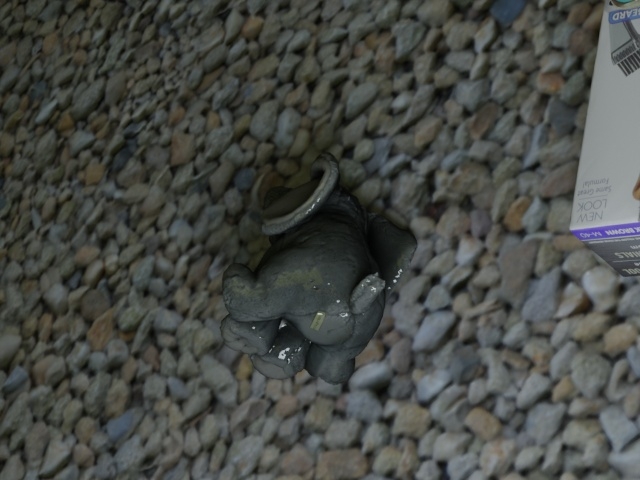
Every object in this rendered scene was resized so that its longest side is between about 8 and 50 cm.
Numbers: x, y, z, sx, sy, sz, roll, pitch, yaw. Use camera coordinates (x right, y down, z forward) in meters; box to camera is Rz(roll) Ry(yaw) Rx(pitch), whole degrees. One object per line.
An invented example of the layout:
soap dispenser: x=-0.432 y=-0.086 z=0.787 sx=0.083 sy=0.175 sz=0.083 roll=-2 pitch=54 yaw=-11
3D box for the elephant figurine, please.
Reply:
elephant figurine: x=0.000 y=0.000 z=1.697 sx=0.186 sy=0.169 sz=0.239 roll=7 pitch=50 yaw=14

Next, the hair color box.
hair color box: x=0.332 y=-0.147 z=1.513 sx=0.185 sy=0.110 sz=0.339 roll=-7 pitch=62 yaw=38

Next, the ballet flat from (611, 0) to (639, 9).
ballet flat: x=0.291 y=-0.261 z=1.506 sx=0.057 sy=0.052 sz=0.168 roll=19 pitch=84 yaw=39
